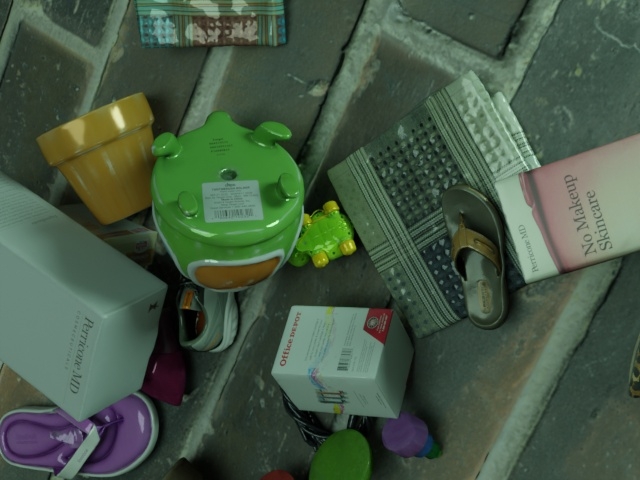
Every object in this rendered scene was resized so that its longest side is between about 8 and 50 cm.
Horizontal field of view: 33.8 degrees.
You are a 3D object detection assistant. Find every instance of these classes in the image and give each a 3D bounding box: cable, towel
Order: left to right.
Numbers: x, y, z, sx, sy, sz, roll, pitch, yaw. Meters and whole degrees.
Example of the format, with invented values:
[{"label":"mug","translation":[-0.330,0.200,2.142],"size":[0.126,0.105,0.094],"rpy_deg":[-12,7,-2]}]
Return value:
[{"label":"towel","translation":[-0.199,-0.498,1.718],"size":[0.271,0.040,0.370],"rpy_deg":[2,113,17]},{"label":"cable","translation":[0.010,0.260,1.747],"size":[0.150,0.047,0.184],"rpy_deg":[-29,79,30]},{"label":"towel","translation":[0.197,-0.053,1.611],"size":[0.312,0.056,0.324],"rpy_deg":[-33,80,31]}]

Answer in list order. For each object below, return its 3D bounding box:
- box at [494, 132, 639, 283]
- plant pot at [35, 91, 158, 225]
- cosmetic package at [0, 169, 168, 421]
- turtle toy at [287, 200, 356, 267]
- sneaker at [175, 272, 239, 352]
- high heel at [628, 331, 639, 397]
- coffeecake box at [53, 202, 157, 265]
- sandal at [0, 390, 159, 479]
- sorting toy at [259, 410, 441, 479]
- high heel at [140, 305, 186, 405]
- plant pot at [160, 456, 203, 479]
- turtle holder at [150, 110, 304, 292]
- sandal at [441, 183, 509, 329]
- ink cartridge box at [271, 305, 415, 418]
[{"label":"box","translation":[0.370,-0.044,1.423],"size":[0.232,0.127,0.149],"rpy_deg":[-19,85,15]},{"label":"plant pot","translation":[-0.368,-0.136,1.865],"size":[0.205,0.205,0.188],"rpy_deg":[-19,100,31]},{"label":"cosmetic package","translation":[-0.497,0.078,1.812],"size":[0.453,0.161,0.230],"rpy_deg":[31,121,22]},{"label":"turtle toy","translation":[0.000,0.000,1.710],"size":[0.130,0.066,0.095],"rpy_deg":[-25,74,8]},{"label":"sneaker","translation":[-0.199,0.063,1.821],"size":[0.100,0.108,0.272],"rpy_deg":[1,94,33]},{"label":"high heel","translation":[0.531,0.130,1.389],"size":[0.186,0.093,0.261],"rpy_deg":[33,101,31]},{"label":"coffeecake box","translation":[-0.416,-0.007,1.924],"size":[0.185,0.142,0.068],"rpy_deg":[20,106,28]},{"label":"sandal","translation":[-0.483,0.385,2.023],"size":[0.416,0.102,0.169],"rpy_deg":[-15,87,31]},{"label":"sorting toy","translation":[0.048,0.397,1.709],"size":[0.365,0.126,0.127],"rpy_deg":[-35,39,25]},{"label":"high heel","translation":[-0.418,0.229,1.958],"size":[0.377,0.127,0.181],"rpy_deg":[-8,91,33]},{"label":"plant pot","translation":[-0.241,0.547,1.834],"size":[0.229,0.263,0.263],"rpy_deg":[39,114,2]},{"label":"turtle holder","translation":[-0.165,-0.062,1.679],"size":[0.320,0.243,0.227],"rpy_deg":[44,147,32]},{"label":"sandal","translation":[0.222,0.026,1.537],"size":[0.090,0.060,0.219],"rpy_deg":[-5,94,32]},{"label":"ink cartridge box","translation":[0.036,0.188,1.641],"size":[0.176,0.127,0.128],"rpy_deg":[1,54,25]}]
